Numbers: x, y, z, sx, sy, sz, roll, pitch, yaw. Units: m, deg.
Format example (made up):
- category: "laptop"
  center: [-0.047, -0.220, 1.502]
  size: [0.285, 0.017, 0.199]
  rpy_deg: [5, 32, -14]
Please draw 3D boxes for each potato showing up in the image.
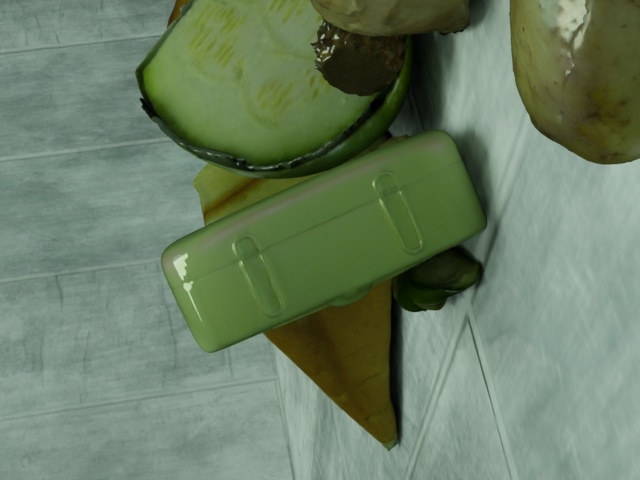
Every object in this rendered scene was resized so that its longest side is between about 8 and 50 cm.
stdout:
- category: "potato"
  center: [0.116, -0.109, 0.451]
  size: [0.107, 0.080, 0.171]
  rpy_deg: [-95, 4, -58]

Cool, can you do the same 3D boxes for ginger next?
- category: "ginger"
  center: [0.049, -0.187, 0.797]
  size: [0.193, 0.122, 0.115]
  rpy_deg: [48, -157, -87]

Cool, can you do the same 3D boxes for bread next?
- category: "bread"
  center: [0.043, 0.039, 1.309]
  size: [0.362, 0.245, 0.233]
  rpy_deg: [51, -170, -33]

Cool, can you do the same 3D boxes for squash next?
- category: "squash"
  center: [-0.038, -0.160, 1.039]
  size: [0.210, 0.234, 0.309]
  rpy_deg: [40, -179, -10]

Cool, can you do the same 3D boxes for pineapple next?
- category: "pineapple"
  center: [0.041, -0.191, 0.902]
  size: [0.074, 0.074, 0.159]
  rpy_deg: [95, -174, -60]

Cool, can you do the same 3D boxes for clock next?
- category: "clock"
  center: [0.000, 0.000, 0.942]
  size: [0.308, 0.235, 0.096]
  rpy_deg: [-168, 52, -88]

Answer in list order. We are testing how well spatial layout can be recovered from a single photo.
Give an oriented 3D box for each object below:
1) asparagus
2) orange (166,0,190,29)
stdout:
- category: "asparagus"
  center: [0.093, 0.033, 0.947]
  size: [0.178, 0.041, 0.045]
  rpy_deg: [131, 141, -79]
- category: "orange"
  center: [-0.100, -0.275, 1.525]
  size: [0.262, 0.196, 0.335]
  rpy_deg: [125, 164, -69]
